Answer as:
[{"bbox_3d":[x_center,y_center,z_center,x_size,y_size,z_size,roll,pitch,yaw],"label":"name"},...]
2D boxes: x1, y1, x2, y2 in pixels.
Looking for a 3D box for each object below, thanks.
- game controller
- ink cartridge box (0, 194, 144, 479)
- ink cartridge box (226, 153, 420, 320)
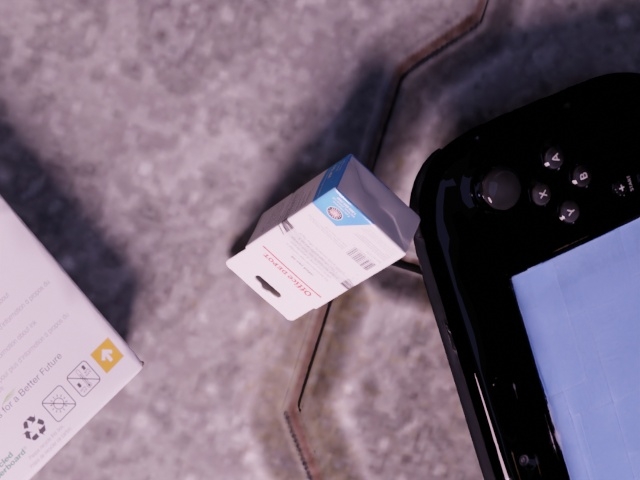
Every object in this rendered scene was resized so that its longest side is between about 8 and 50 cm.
[{"bbox_3d":[0.152,0.080,0.870,0.166,0.067,0.319,-21,102,-16],"label":"game controller"},{"bbox_3d":[-0.212,0.045,0.733,0.206,0.045,0.208,-45,108,-23],"label":"ink cartridge box"},{"bbox_3d":[0.000,0.000,0.816,0.048,0.083,0.028,43,42,-17],"label":"ink cartridge box"}]
